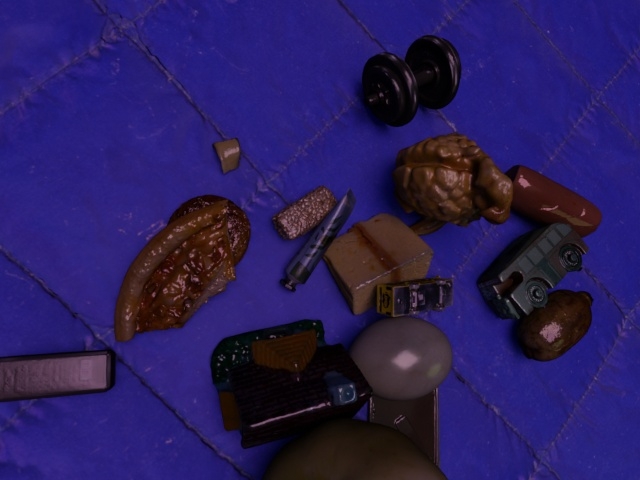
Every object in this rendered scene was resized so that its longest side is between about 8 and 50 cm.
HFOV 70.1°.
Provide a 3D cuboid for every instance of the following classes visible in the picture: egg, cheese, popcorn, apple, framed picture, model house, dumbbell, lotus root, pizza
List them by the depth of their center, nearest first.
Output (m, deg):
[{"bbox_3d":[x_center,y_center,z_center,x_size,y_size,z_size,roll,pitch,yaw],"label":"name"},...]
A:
[{"bbox_3d":[0.073,0.512,0.891,0.311,0.320,0.360,-57,133,-15],"label":"apple"},{"bbox_3d":[-0.066,0.290,0.925,0.280,0.249,0.230,-11,83,-18],"label":"model house"},{"bbox_3d":[-0.291,0.072,0.946,0.182,0.074,0.365,44,87,-5],"label":"pizza"},{"bbox_3d":[0.180,0.266,1.036,0.253,0.186,0.186,-3,82,-21],"label":"egg"},{"bbox_3d":[-0.215,-0.203,1.072,0.060,0.041,0.084,-15,84,-21],"label":"cheese"},{"bbox_3d":[0.308,-0.142,1.073,0.265,0.332,0.225,18,102,-30],"label":"popcorn"},{"bbox_3d":[0.201,0.458,1.096,0.189,0.023,0.260,5,79,-16],"label":"framed picture"},{"bbox_3d":[0.229,-0.404,1.163,0.290,0.192,0.192,-29,90,-20],"label":"dumbbell"},{"bbox_3d":[0.632,0.217,1.214,0.260,0.128,0.145,-32,109,-14],"label":"lotus root"}]

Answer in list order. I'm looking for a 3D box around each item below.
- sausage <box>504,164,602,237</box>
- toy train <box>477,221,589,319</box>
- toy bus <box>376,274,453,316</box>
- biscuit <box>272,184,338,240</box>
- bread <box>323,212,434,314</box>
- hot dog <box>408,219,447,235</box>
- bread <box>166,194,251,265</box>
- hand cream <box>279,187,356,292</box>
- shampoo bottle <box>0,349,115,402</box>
[{"bbox_3d":[0.638,-0.102,1.273,0.304,0.121,0.121,25,75,-11],"label":"sausage"},{"bbox_3d":[0.571,0.072,1.222,0.326,0.129,0.159,-38,87,-18],"label":"toy train"},{"bbox_3d":[0.232,0.134,1.089,0.226,0.074,0.081,-4,93,-40],"label":"toy bus"},{"bbox_3d":[-0.034,-0.064,1.089,0.168,0.070,0.082,-35,102,-21],"label":"biscuit"},{"bbox_3d":[0.134,0.048,1.145,0.240,0.135,0.178,-26,56,-18],"label":"bread"},{"bbox_3d":[0.282,-0.036,1.202,0.137,0.028,0.044,-24,62,-22],"label":"hot dog"},{"bbox_3d":[-0.249,-0.015,1.020,0.193,0.064,0.193,1,85,-17],"label":"bread"},{"bbox_3d":[0.000,0.000,1.067,0.058,0.091,0.271,34,85,23],"label":"hand cream"},{"bbox_3d":[-0.532,0.259,0.877,0.246,0.079,0.080,0,79,-17],"label":"shampoo bottle"}]
